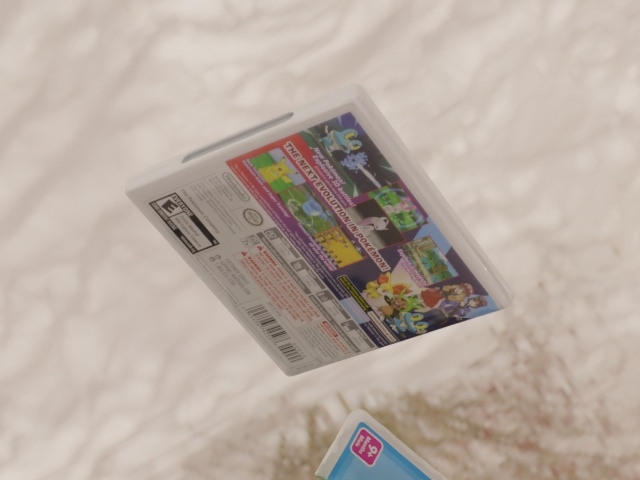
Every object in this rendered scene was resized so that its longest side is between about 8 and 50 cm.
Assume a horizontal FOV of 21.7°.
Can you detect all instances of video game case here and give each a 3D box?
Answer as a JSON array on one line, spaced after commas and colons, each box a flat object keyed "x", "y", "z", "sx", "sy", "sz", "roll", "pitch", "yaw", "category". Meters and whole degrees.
[{"x": 0.000, "y": 0.000, "z": 1.115, "sx": 0.183, "sy": 0.023, "sz": 0.201, "roll": -20, "pitch": 126, "yaw": 28, "category": "video game case"}]

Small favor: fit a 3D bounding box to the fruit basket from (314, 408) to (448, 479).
[{"x": 0.081, "y": 0.351, "z": 1.230, "sx": 0.327, "sy": 0.353, "sz": 0.165, "roll": -55, "pitch": -172, "yaw": -25, "category": "fruit basket"}]
